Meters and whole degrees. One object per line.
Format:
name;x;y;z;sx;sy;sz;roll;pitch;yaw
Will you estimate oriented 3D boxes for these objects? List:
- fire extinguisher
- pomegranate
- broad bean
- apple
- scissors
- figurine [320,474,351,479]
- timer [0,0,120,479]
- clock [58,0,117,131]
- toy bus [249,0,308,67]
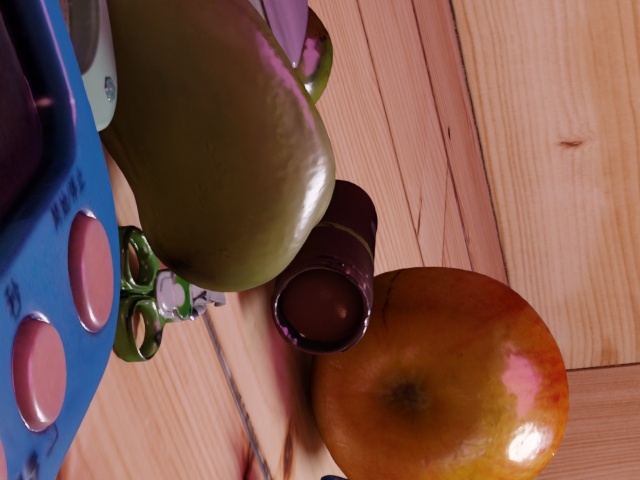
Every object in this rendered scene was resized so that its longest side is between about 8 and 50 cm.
fire extinguisher;0.000;0.000;1.531;0.141;0.105;0.341;56;13;-16
pomegranate;-0.052;-0.171;1.380;0.130;0.130;0.130;-7;90;-77
broad bean;-0.081;-0.074;1.024;0.121;0.189;0.263;-61;141;-33
apple;0.124;0.158;1.576;0.233;0.286;0.286;1;82;-74
scissors;-0.118;0.042;1.145;0.204;0.027;0.101;8;78;-74
figurine;-0.004;0.342;1.312;0.164;0.121;0.262;49;51;-22
timer;-0.195;-0.017;0.649;0.340;0.115;0.309;-73;154;-60
clock;-0.185;-0.161;0.881;0.159;0.066;0.211;-28;110;-76
toy bus;-0.095;-0.226;1.133;0.142;0.142;0.202;-81;160;-50
